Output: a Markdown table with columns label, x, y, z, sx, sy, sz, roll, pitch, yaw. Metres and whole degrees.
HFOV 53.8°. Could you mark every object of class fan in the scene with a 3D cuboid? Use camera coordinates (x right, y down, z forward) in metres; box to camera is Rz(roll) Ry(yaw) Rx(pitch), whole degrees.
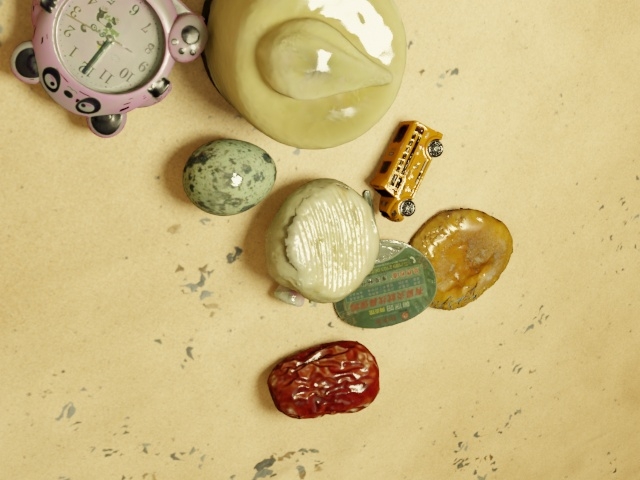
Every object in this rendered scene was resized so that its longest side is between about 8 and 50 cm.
| label | x | y | z | sx | sy | sz | roll | pitch | yaw |
| --- | --- | --- | --- | --- | --- | --- | --- | --- | --- |
| fan | 0.107 | 0.070 | 1.333 | 0.223 | 0.012 | 0.294 | -41 | 107 | 6 |

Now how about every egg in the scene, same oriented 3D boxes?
| label | x | y | z | sx | sy | sz | roll | pitch | yaw |
| --- | --- | --- | --- | --- | --- | --- | --- | --- | --- |
| egg | -0.154 | -0.111 | 1.091 | 0.172 | 0.132 | 0.132 | -17 | 116 | -31 |

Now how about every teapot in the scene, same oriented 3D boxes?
| label | x | y | z | sx | sy | sz | roll | pitch | yaw |
| --- | --- | --- | --- | --- | --- | --- | --- | --- | --- |
| teapot | -0.047 | 0.096 | 1.262 | 0.083 | 0.064 | 0.064 | 19 | 92 | -26 |

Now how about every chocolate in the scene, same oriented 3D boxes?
| label | x | y | z | sx | sy | sz | roll | pitch | yaw |
| --- | --- | --- | --- | --- | --- | --- | --- | --- | --- |
| chocolate | -0.002 | -0.301 | 0.999 | 0.326 | 0.297 | 0.314 | -32 | 124 | -11 |

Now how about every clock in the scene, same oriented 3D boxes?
| label | x | y | z | sx | sy | sz | roll | pitch | yaw |
| --- | --- | --- | --- | --- | --- | --- | --- | --- | --- |
| clock | -0.322 | -0.299 | 0.955 | 0.228 | 0.090 | 0.248 | 38 | 94 | -26 |

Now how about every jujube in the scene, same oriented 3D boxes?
| label | x | y | z | sx | sy | sz | roll | pitch | yaw |
| --- | --- | --- | --- | --- | --- | --- | --- | --- | --- |
| jujube | 0.009 | 0.296 | 1.317 | 0.230 | 0.155 | 0.155 | -13 | 115 | -14 |

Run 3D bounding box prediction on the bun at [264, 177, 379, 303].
| label | x | y | z | sx | sy | sz | roll | pitch | yaw |
| --- | --- | --- | --- | --- | --- | --- | --- | --- | --- |
| bun | 0.000 | 0.000 | 1.197 | 0.239 | 0.141 | 0.239 | -4 | 97 | -38 |

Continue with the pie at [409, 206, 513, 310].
| label | x | y | z | sx | sy | sz | roll | pitch | yaw |
| --- | --- | --- | --- | --- | --- | --- | --- | --- | --- |
| pie | 0.315 | 0.046 | 1.411 | 0.274 | 0.069 | 0.273 | -8 | 117 | -16 |

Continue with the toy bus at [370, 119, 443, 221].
| label | x | y | z | sx | sy | sz | roll | pitch | yaw |
| --- | --- | --- | --- | --- | --- | --- | --- | --- | --- |
| toy bus | 0.162 | -0.137 | 1.249 | 0.088 | 0.083 | 0.194 | 26 | 88 | -21 |
